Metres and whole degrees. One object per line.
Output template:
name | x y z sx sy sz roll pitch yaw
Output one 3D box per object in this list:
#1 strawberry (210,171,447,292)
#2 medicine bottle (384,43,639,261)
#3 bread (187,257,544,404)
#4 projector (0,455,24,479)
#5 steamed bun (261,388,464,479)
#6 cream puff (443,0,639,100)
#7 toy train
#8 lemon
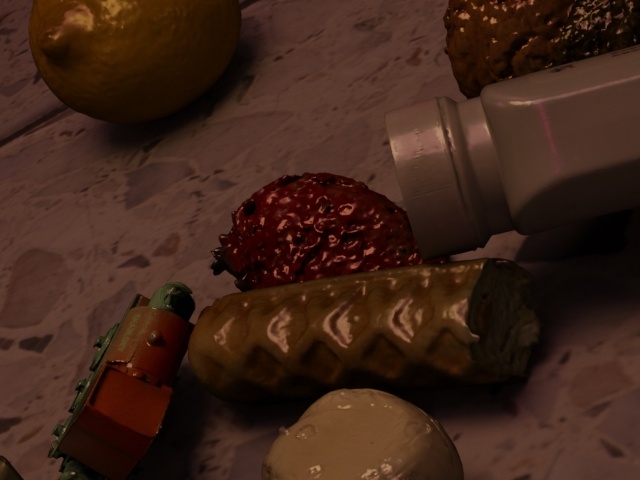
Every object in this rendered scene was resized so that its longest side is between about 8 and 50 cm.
strawberry | -0.003 0.001 1.482 0.140 0.085 0.192 -36 32 -11
medicine bottle | 0.197 -0.073 1.304 0.296 0.111 0.161 -16 -4 7
bread | 0.022 0.066 1.356 0.269 0.087 0.098 -8 40 36
projector | -0.338 0.255 1.399 0.269 0.088 0.193 -12 36 32
steamed bun | 0.033 0.153 1.212 0.112 0.091 0.130 -42 33 -22
cream puff | 0.206 -0.152 1.444 0.169 0.183 0.183 18 55 40
toy train | -0.135 0.102 1.416 0.118 0.074 0.176 -54 9 45
lemon | -0.173 -0.202 1.841 0.187 0.186 0.244 -1 10 42
